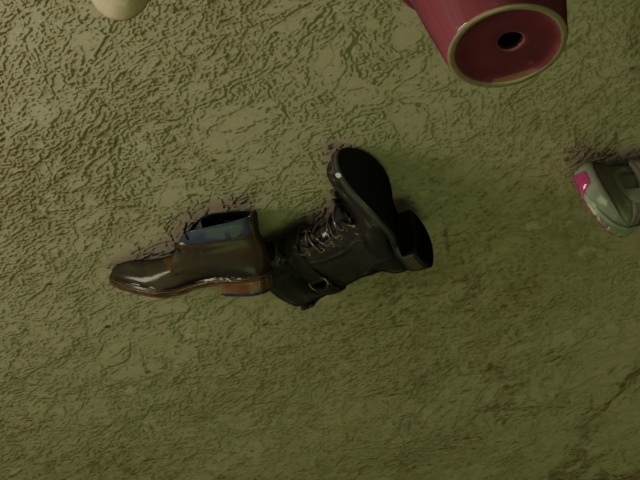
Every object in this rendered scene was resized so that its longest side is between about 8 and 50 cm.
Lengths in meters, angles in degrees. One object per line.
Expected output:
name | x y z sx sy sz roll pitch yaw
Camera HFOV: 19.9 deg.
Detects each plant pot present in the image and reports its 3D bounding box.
plant pot | 0.176 -0.269 1.910 0.201 0.180 0.201 -7 145 -5

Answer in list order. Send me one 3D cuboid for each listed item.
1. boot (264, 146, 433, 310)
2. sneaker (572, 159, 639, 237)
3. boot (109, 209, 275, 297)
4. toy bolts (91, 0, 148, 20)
boot | 0.000 0.000 2.330 0.229 0.091 0.263 -17 139 22
sneaker | 0.433 -0.068 2.357 0.252 0.103 0.111 9 137 -38
boot | -0.169 0.012 2.325 0.219 0.082 0.106 -1 113 11
toy bolts | -0.242 -0.312 1.742 0.218 0.158 0.228 -17 145 7
